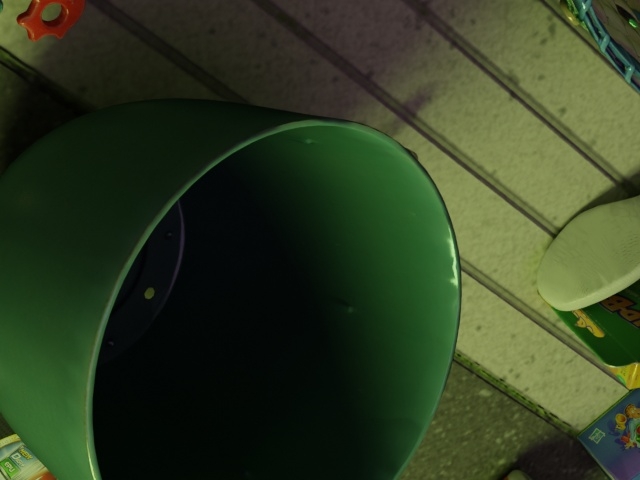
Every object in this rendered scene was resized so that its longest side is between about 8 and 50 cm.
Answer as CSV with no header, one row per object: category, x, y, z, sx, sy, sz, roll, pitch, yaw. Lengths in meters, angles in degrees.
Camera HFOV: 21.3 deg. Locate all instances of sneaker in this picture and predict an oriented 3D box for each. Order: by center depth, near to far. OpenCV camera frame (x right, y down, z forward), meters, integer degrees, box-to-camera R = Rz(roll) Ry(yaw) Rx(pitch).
sneaker,0.277,-0.001,1.414,0.212,0.080,0.094,-37,142,-4

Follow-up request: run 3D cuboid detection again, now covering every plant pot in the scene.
plant pot,-0.094,0.041,1.102,0.293,0.235,0.293,-16,115,-38

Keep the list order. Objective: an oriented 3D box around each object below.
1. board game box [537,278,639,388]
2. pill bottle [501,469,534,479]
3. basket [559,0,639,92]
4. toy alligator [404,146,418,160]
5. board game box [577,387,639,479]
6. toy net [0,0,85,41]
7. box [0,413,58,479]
board game box,0.318,0.063,1.439,0.259,0.124,0.039,-6,123,-25
pill bottle,0.151,0.284,1.517,0.152,0.086,0.086,-45,130,4
basket,0.288,-0.175,1.160,0.255,0.289,0.201,34,100,-38
toy alligator,0.000,0.000,1.277,0.189,0.056,0.051,-40,172,-2
board game box,0.419,0.224,1.628,0.233,0.078,0.347,-39,130,-1
toy net,-0.232,-0.139,1.065,0.232,0.045,0.122,-49,132,10
box,-0.308,0.141,1.191,0.216,0.060,0.270,-36,130,-3
